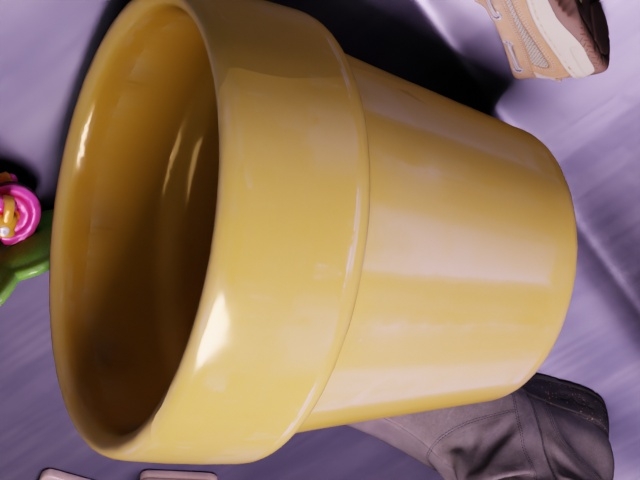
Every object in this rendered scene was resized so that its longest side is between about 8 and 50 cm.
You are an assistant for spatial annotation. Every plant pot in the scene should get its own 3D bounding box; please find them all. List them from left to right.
[{"bbox_3d":[0.000,0.000,0.899,0.239,0.254,0.254,6,134,-28],"label":"plant pot"}]

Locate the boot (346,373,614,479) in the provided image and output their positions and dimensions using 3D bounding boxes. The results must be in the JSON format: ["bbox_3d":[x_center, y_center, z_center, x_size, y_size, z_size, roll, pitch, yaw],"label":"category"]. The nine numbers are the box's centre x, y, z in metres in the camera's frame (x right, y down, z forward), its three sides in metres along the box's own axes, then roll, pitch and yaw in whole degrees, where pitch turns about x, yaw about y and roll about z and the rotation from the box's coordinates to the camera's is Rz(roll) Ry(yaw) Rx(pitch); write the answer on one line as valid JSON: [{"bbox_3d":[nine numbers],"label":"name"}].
[{"bbox_3d":[0.100,0.152,1.071,0.246,0.161,0.083,15,130,-14],"label":"boot"}]

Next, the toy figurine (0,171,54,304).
[{"bbox_3d":[-0.246,-0.036,0.949,0.173,0.130,0.159,-25,121,-8],"label":"toy figurine"}]

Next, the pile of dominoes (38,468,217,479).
[{"bbox_3d":[-0.125,0.276,1.263,0.196,0.040,0.251,3,131,-4],"label":"pile of dominoes"}]

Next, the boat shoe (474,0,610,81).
[{"bbox_3d":[0.094,-0.152,0.867,0.072,0.068,0.190,-12,132,25],"label":"boat shoe"}]
